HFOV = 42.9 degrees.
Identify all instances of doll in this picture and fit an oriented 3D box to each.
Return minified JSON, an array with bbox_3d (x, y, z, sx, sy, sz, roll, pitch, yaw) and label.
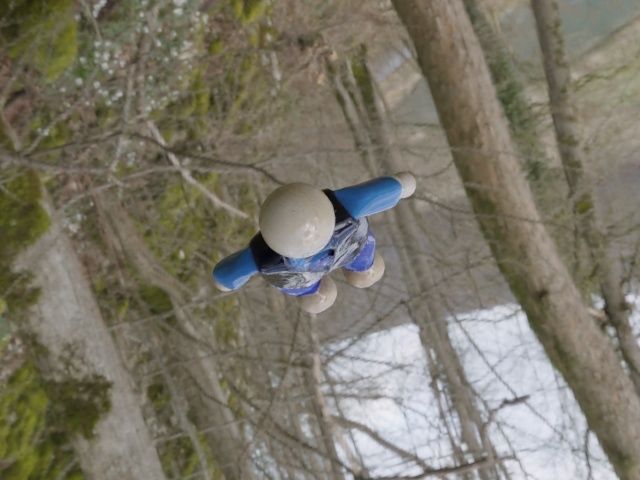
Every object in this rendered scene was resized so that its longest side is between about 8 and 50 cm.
[{"bbox_3d":[0.000,0.000,0.471,0.129,0.046,0.189,-29,166,3],"label":"doll"}]
